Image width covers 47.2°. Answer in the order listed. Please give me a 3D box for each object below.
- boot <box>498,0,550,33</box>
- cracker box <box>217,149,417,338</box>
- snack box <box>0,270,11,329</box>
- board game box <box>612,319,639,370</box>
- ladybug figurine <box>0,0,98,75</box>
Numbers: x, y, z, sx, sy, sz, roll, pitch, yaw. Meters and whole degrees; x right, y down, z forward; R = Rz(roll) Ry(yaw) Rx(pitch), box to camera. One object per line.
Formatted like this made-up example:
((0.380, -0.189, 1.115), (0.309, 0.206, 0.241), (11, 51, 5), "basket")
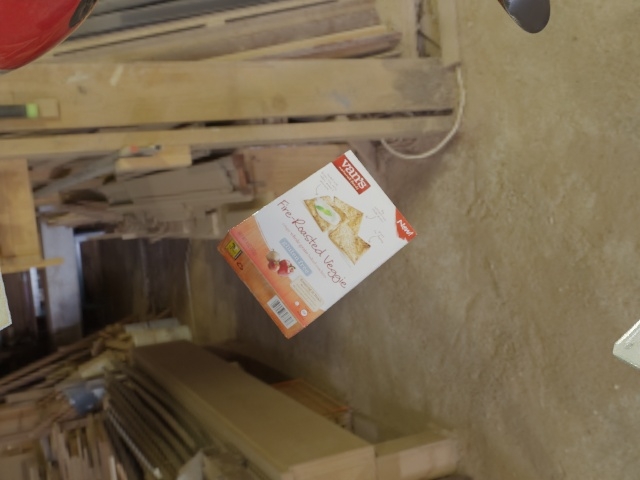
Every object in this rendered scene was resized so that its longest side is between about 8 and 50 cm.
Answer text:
((0.142, -0.225, 0.621), (0.106, 0.037, 0.114), (53, -176, -19), "boot")
((0.000, 0.000, 0.990), (0.156, 0.232, 0.067), (51, 148, 3), "cracker box")
((-0.507, 0.027, 0.920), (0.060, 0.187, 0.322), (28, 131, 25), "snack box")
((0.538, 0.046, 0.719), (0.050, 0.390, 0.390), (48, 179, -11), "board game box")
((-0.285, -0.338, 0.683), (0.305, 0.162, 0.449), (90, 175, -57), "ladybug figurine")
